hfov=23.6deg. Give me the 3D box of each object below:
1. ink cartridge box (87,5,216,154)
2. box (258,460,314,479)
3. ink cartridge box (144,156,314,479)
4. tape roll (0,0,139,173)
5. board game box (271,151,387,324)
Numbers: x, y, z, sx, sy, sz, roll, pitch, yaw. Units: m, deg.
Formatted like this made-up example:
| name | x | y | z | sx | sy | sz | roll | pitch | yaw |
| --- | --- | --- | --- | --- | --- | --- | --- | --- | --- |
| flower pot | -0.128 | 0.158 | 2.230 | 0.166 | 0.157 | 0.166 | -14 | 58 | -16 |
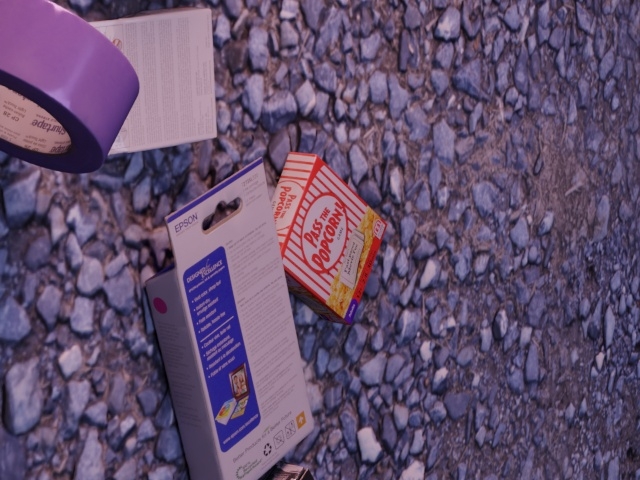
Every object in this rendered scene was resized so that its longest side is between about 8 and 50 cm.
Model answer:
| name | x | y | z | sx | sy | sz | roll | pitch | yaw |
| --- | --- | --- | --- | --- | --- | --- | --- | --- | --- |
| ink cartridge box | -0.194 | -0.167 | 1.621 | 0.179 | 0.045 | 0.145 | -12 | 108 | -34 |
| box | -0.051 | 0.457 | 1.898 | 0.242 | 0.076 | 0.307 | -55 | 137 | -32 |
| ink cartridge box | -0.105 | 0.103 | 1.763 | 0.176 | 0.069 | 0.371 | -36 | 127 | -45 |
| tape roll | -0.264 | -0.143 | 1.381 | 0.189 | 0.189 | 0.080 | 49 | 58 | -47 |
| board game box | 0.000 | 0.000 | 1.907 | 0.193 | 0.045 | 0.147 | 41 | 63 | -50 |
